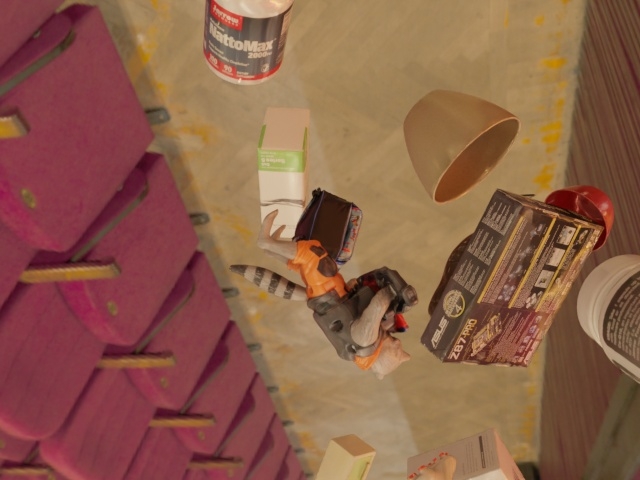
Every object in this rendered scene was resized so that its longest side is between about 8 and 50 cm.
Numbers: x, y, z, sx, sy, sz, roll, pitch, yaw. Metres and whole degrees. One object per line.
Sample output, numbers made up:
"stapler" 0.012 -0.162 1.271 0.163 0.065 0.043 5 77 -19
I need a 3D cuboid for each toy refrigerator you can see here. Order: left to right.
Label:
"toy refrigerator" 0.044 0.653 1.708 0.094 0.269 0.102 26 -169 38

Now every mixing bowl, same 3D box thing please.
"mixing bowl" 0.674 -0.072 1.667 0.098 0.181 0.181 -34 149 -24

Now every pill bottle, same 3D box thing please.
"pill bottle" -0.088 -0.290 0.804 0.108 0.108 0.180 10 149 -6
"pill bottle" 0.441 0.116 0.781 0.161 0.283 0.161 -2 105 -8

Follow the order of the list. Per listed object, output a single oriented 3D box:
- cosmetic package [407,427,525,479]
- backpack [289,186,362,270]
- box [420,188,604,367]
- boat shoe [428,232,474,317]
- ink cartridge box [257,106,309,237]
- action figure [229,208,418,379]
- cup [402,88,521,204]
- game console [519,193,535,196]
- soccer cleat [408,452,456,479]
"cosmetic package" 0.345 0.584 1.491 0.224 0.138 0.224 -26 108 19
"backpack" 0.000 0.000 1.368 0.117 0.158 0.173 21 151 -9
"box" 0.439 0.102 1.490 0.318 0.097 0.395 9 112 -38
"boat shoe" 0.359 0.093 1.674 0.095 0.257 0.095 35 -174 23
"ink cartridge box" -0.088 -0.169 1.653 0.114 0.198 0.273 3 131 1
"action figure" 0.015 0.112 1.150 0.330 0.178 0.341 45 162 5
"cup" 0.380 -0.304 1.914 0.331 0.237 0.331 -33 157 -16
"game console" 0.561 -0.100 1.916 0.071 0.107 0.122 31 -178 7
"soccer cleat" 0.233 0.476 1.297 0.068 0.076 0.196 -46 157 16
